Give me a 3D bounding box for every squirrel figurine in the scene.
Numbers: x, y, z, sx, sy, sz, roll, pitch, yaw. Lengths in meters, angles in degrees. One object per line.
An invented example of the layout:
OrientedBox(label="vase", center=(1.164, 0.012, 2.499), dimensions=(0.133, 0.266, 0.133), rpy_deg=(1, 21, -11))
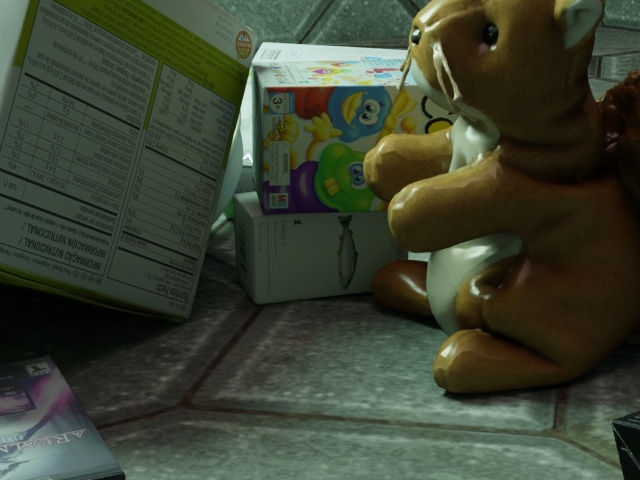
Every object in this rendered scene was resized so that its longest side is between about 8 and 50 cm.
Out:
OrientedBox(label="squirrel figurine", center=(0.241, -0.081, 1.219), dimensions=(0.397, 0.370, 0.281), rpy_deg=(-2, 16, -4))

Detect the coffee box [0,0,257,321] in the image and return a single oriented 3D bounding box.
OrientedBox(label="coffee box", center=(-0.322, -0.125, 1.304), dimensions=(0.337, 0.334, 0.338), rpy_deg=(8, -9, 31))

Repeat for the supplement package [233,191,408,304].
OrientedBox(label="supplement package", center=(0.000, 0.000, 1.437), dimensions=(0.179, 0.105, 0.105), rpy_deg=(-6, 17, -14))

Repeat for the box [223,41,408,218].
OrientedBox(label="box", center=(0.006, -0.138, 1.689), dimensions=(0.262, 0.127, 0.231), rpy_deg=(7, 56, 27))

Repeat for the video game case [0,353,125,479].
OrientedBox(label="video game case", center=(-0.289, 0.163, 1.044), dimensions=(0.196, 0.026, 0.274), rpy_deg=(-8, 17, -22))

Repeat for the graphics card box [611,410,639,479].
OrientedBox(label="graphics card box", center=(0.393, 0.107, 0.754), dimensions=(0.371, 0.094, 0.233), rpy_deg=(-14, 4, -18))

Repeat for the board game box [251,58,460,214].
OrientedBox(label="board game box", center=(0.067, -0.117, 1.392), dimensions=(0.275, 0.142, 0.144), rpy_deg=(-2, 19, -7))

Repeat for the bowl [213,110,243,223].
OrientedBox(label="bowl", center=(-0.211, -0.076, 1.561), dimensions=(0.298, 0.134, 0.298), rpy_deg=(-13, 52, 16))
